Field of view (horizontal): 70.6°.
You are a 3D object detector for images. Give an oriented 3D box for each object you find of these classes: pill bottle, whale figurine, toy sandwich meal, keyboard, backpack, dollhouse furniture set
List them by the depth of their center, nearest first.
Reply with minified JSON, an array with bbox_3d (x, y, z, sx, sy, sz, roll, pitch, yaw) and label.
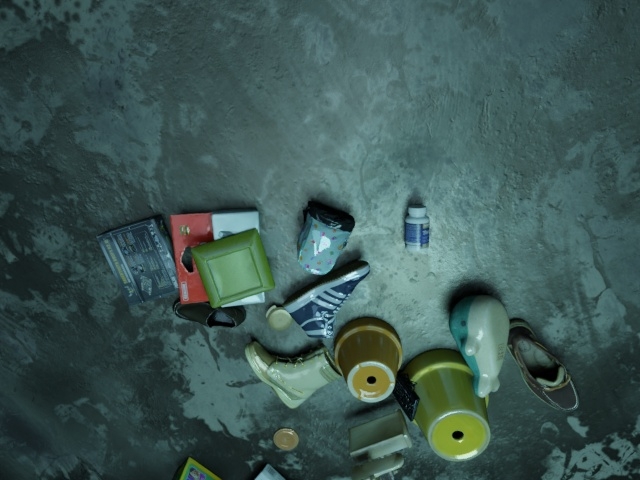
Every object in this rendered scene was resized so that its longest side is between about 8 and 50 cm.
[{"bbox_3d":[0.000,0.000,1.236,0.152,0.115,0.181,22,109,-6],"label":"backpack"},{"bbox_3d":[0.265,-0.035,1.237,0.067,0.067,0.120,-2,106,3],"label":"pill bottle"},{"bbox_3d":[0.435,0.287,1.260,0.141,0.216,0.271,-3,88,45],"label":"whale figurine"},{"bbox_3d":[0.234,0.433,1.312,0.038,0.192,0.100,13,96,-11],"label":"keyboard"},{"bbox_3d":[0.235,0.708,1.334,0.174,0.303,0.355,-24,104,8],"label":"dollhouse furniture set"},{"bbox_3d":[-0.124,0.231,1.355,0.086,0.029,0.085,-2,106,-8],"label":"toy sandwich meal"}]

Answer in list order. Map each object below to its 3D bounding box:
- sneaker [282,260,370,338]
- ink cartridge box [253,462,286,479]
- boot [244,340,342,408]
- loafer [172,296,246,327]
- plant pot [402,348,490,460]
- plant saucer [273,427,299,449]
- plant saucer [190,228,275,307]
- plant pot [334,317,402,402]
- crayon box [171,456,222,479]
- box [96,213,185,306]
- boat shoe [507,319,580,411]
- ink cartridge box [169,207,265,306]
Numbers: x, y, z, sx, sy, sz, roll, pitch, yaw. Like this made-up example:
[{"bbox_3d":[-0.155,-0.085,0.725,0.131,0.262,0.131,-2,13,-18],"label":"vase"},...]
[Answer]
[{"bbox_3d":[0.045,0.176,1.291,0.282,0.099,0.153,-30,98,18],"label":"sneaker"},{"bbox_3d":[-0.222,0.945,1.524,0.176,0.069,0.370,39,103,10],"label":"ink cartridge box"},{"bbox_3d":[-0.081,0.365,1.356,0.204,0.095,0.262,-35,103,12],"label":"boot"},{"bbox_3d":[-0.333,0.213,1.332,0.220,0.078,0.080,7,106,1],"label":"loafer"},{"bbox_3d":[0.368,0.481,1.295,0.254,0.239,0.253,1,107,3],"label":"plant pot"},{"bbox_3d":[-0.113,0.653,1.484,0.084,0.013,0.083,1,107,2],"label":"plant saucer"},{"bbox_3d":[-0.234,0.084,1.231,0.188,0.045,0.188,-18,109,-8],"label":"plant saucer"},{"bbox_3d":[0.139,0.354,1.293,0.205,0.188,0.204,1,106,2],"label":"plant pot"},{"bbox_3d":[-0.411,0.844,1.416,0.165,0.278,0.081,41,103,-8],"label":"crayon box"},{"bbox_3d":[-0.508,0.060,1.308,0.183,0.056,0.230,-17,105,8],"label":"box"},{"bbox_3d":[0.652,0.387,1.312,0.123,0.123,0.341,-34,102,11],"label":"boat shoe"},{"bbox_3d":[-0.285,0.053,1.267,0.239,0.060,0.274,-5,106,-12],"label":"ink cartridge box"}]
